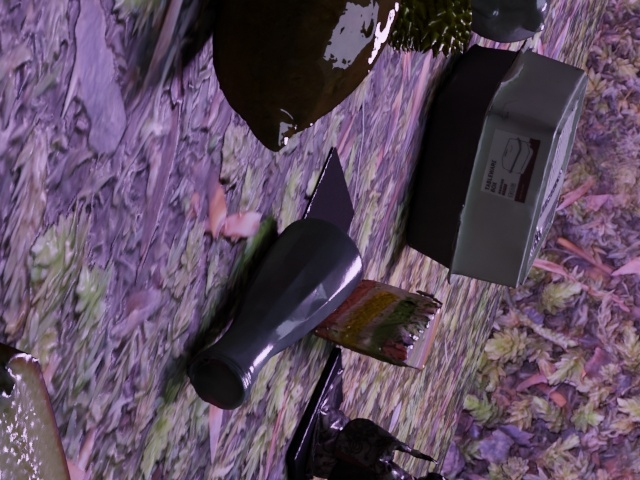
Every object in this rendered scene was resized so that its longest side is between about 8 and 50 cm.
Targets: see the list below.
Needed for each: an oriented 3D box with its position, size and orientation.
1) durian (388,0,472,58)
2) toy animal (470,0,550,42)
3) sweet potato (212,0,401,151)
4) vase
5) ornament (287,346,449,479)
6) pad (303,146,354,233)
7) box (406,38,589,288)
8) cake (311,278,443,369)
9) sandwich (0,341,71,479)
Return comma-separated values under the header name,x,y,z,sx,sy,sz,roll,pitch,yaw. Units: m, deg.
name,x,y,z,sx,sy,sz,roll,pitch,yaw
durian,0.114,-0.241,1.867,0.215,0.086,0.100,90,8,-50
toy animal,0.189,-0.276,2.070,0.108,0.138,0.236,-40,-179,-2
sweet potato,0.034,-0.253,1.340,0.423,0.130,0.130,-62,166,-18
vase,-0.043,0.068,1.632,0.214,0.086,0.086,-50,156,-48
ornament,0.079,0.257,2.173,0.166,0.196,0.153,88,25,-62
pad,0.000,0.000,1.887,0.211,0.003,0.143,73,37,-70
box,0.225,-0.098,2.342,0.220,0.166,0.290,-55,160,-53
cake,0.061,0.113,2.077,0.225,0.109,0.090,-33,141,-71
sandwich,-0.193,0.142,1.040,0.258,0.096,0.094,89,16,-54
